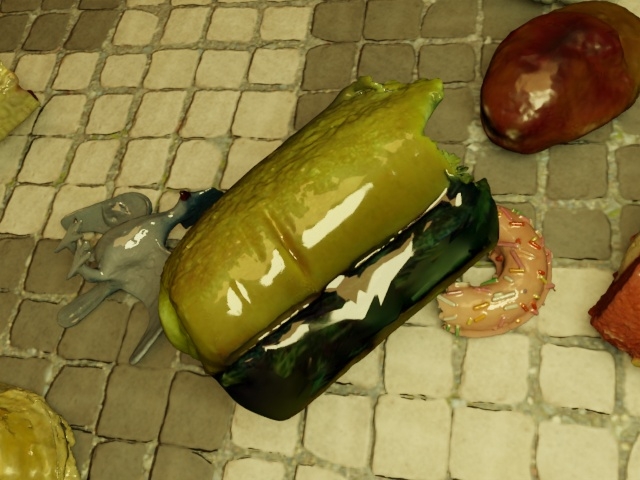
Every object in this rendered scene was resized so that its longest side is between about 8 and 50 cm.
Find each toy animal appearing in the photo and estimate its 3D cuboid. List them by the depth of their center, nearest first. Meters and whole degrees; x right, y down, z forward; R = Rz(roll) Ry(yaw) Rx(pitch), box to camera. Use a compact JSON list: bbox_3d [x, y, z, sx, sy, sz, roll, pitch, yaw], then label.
[{"bbox_3d":[-0.237,0.023,0.837,0.255,0.176,0.239,-49,55,27],"label":"toy animal"}]

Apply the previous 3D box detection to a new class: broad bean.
[{"bbox_3d":[0.291,-0.197,0.786,0.228,0.122,0.156,-33,60,1],"label":"broad bean"}]

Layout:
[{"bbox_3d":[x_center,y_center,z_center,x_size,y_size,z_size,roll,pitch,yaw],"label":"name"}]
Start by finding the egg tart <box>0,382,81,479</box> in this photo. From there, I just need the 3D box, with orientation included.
[{"bbox_3d":[-0.412,0.287,0.743,0.279,0.095,0.278,-6,63,12],"label":"egg tart"}]

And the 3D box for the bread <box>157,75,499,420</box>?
[{"bbox_3d":[0.000,0.000,0.693,0.376,0.208,0.251,-42,21,-6],"label":"bread"}]

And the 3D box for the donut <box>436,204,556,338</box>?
[{"bbox_3d":[0.202,0.035,0.729,0.117,0.065,0.166,14,71,20],"label":"donut"}]

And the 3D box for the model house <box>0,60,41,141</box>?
[{"bbox_3d":[-0.543,-0.205,0.973,0.196,0.160,0.254,-45,66,-9],"label":"model house"}]

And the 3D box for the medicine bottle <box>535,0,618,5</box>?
[{"bbox_3d":[0.281,-0.399,0.871,0.258,0.143,0.143,32,76,24],"label":"medicine bottle"}]

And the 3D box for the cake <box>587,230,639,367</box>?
[{"bbox_3d":[0.389,0.007,0.634,0.151,0.177,0.283,37,80,26],"label":"cake"}]
